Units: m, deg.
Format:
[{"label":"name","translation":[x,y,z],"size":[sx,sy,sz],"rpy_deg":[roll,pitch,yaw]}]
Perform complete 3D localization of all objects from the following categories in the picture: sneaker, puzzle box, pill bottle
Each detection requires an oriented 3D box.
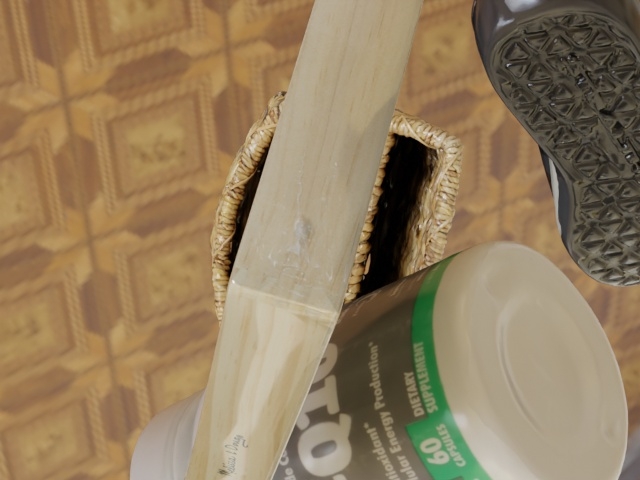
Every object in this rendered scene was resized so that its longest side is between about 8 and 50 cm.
[{"label":"sneaker","translation":[0.128,-0.070,0.646],"size":[0.084,0.097,0.234],"rpy_deg":[-14,142,16]},{"label":"puzzle box","translation":[-0.014,-0.004,0.857],"size":[0.052,0.272,0.409],"rpy_deg":[17,152,-1]},{"label":"pill bottle","translation":[0.033,0.153,1.136],"size":[0.361,0.204,0.204],"rpy_deg":[-28,149,37]}]

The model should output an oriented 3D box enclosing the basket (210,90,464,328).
[{"label":"basket","translation":[0.000,0.000,1.531],"size":[0.214,0.223,0.299],"rpy_deg":[12,100,-10]}]
